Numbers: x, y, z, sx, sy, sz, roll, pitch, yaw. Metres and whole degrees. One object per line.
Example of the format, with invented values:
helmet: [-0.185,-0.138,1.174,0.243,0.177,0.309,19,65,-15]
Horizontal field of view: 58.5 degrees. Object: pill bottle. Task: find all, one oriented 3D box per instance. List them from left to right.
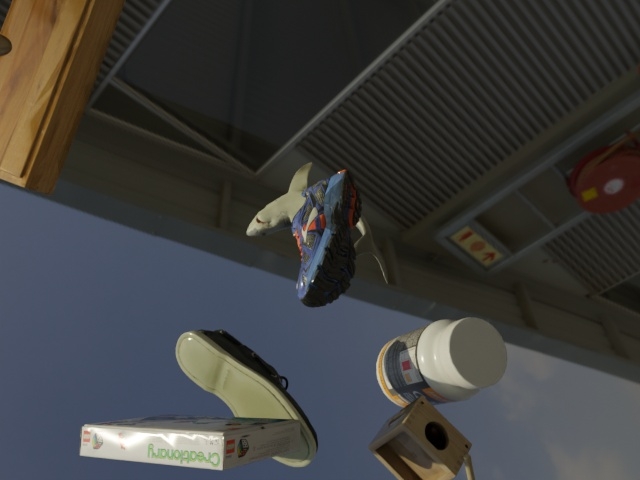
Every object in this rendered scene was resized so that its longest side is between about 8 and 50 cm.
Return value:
pill bottle: [0.241,0.252,1.171,0.162,0.278,0.162,8,-112,-19]

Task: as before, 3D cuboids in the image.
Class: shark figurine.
shark figurine: [0.021,-0.033,1.025,0.166,0.278,0.116,-61,-35,-18]

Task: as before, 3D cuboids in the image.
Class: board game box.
board game box: [-0.212,0.321,0.931,0.193,0.305,0.053,18,-112,-57]

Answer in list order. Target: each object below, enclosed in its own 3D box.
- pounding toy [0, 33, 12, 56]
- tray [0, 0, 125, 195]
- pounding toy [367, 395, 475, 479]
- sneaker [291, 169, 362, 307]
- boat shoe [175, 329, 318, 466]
pounding toy: [-0.579,-0.379,0.815,0.269,0.155,0.154,56,-167,-15]
tray: [-0.544,-0.313,1.102,0.203,0.411,0.076,19,177,20]
pounding toy: [0.225,0.389,1.036,0.206,0.181,0.094,44,-137,8]
sneaker: [0.000,0.000,0.790,0.083,0.087,0.221,56,-145,-38]
boat shoe: [-0.121,0.278,1.074,0.340,0.127,0.113,29,-160,25]
